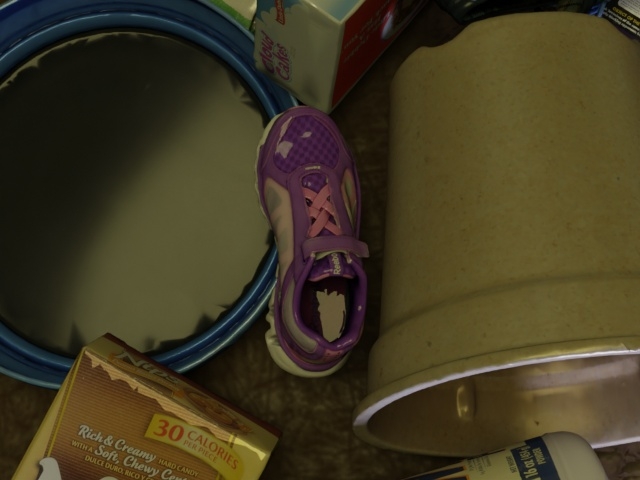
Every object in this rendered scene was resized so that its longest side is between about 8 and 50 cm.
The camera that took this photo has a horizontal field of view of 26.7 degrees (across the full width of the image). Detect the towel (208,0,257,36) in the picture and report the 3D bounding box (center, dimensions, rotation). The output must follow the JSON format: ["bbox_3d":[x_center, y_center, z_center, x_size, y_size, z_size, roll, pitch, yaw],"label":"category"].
[{"bbox_3d":[-0.075,-0.388,1.288,0.248,0.038,0.325,33,98,14],"label":"towel"}]

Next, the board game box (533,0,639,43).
[{"bbox_3d":[0.307,-0.230,1.251,0.170,0.048,0.141,35,84,11],"label":"board game box"}]

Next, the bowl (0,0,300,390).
[{"bbox_3d":[-0.199,-0.051,1.260,0.391,0.077,0.391,-1,81,6],"label":"bowl"}]

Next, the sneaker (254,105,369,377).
[{"bbox_3d":[0.000,0.000,1.147,0.095,0.104,0.236,-3,88,-12],"label":"sneaker"}]

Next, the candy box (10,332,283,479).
[{"bbox_3d":[-0.189,0.262,1.162,0.183,0.087,0.316,29,98,2],"label":"candy box"}]

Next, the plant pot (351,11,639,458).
[{"bbox_3d":[0.178,-0.005,1.115,0.334,0.334,0.305,-7,69,5],"label":"plant pot"}]

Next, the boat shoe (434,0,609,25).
[{"bbox_3d":[0.208,-0.223,1.165,0.258,0.109,0.089,-14,64,-15],"label":"boat shoe"}]

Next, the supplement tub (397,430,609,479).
[{"bbox_3d":[0.094,0.308,1.090,0.325,0.235,0.235,-18,79,3],"label":"supplement tub"}]

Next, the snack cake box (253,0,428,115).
[{"bbox_3d":[0.054,-0.256,1.192,0.089,0.152,0.264,36,67,10],"label":"snack cake box"}]
